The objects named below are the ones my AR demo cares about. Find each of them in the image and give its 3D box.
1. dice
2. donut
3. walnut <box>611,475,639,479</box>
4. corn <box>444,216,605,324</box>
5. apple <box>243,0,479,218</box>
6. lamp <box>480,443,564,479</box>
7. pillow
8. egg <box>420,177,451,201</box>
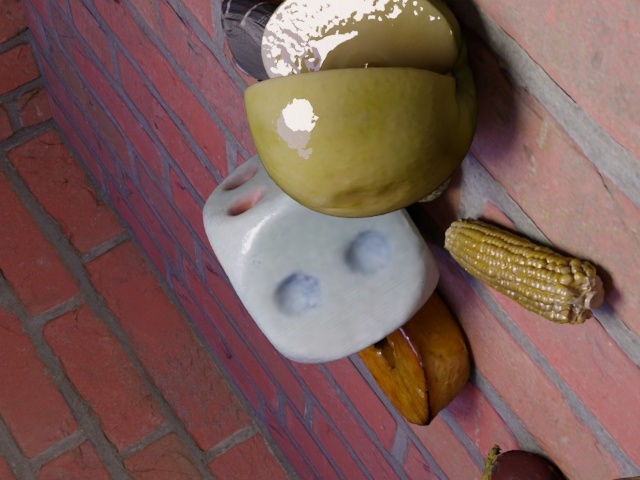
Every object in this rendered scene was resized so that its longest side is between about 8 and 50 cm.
[{"bbox_3d":[0.000,0.000,1.682,0.264,0.263,0.268,57,-176,-23],"label":"dice"},{"bbox_3d":[0.144,0.164,1.920,0.303,0.110,0.303,54,162,26],"label":"donut"},{"bbox_3d":[0.407,0.452,1.321,0.383,0.384,0.383,51,160,27],"label":"walnut"},{"bbox_3d":[0.257,0.037,1.468,0.288,0.086,0.086,32,147,57],"label":"corn"},{"bbox_3d":[0.052,-0.174,1.374,0.254,0.292,0.292,-5,122,24],"label":"apple"},{"bbox_3d":[0.313,0.410,1.791,0.157,0.135,0.156,11,129,64],"label":"lamp"},{"bbox_3d":[-0.066,-0.298,1.803,0.335,0.093,0.161,35,155,52],"label":"pillow"},{"bbox_3d":[0.133,-0.102,1.576,0.110,0.085,0.085,54,162,34],"label":"egg"}]
